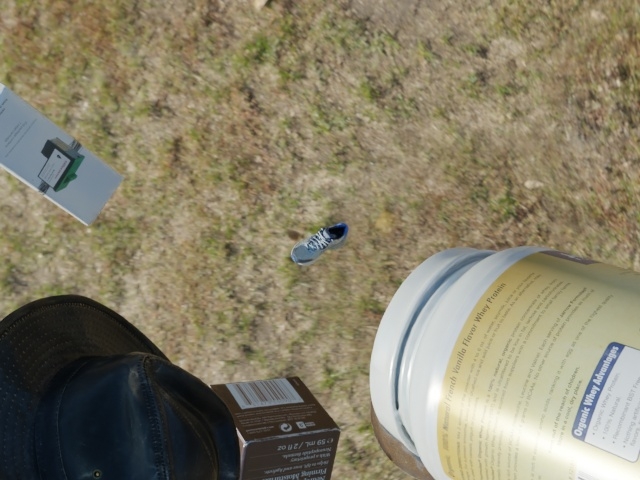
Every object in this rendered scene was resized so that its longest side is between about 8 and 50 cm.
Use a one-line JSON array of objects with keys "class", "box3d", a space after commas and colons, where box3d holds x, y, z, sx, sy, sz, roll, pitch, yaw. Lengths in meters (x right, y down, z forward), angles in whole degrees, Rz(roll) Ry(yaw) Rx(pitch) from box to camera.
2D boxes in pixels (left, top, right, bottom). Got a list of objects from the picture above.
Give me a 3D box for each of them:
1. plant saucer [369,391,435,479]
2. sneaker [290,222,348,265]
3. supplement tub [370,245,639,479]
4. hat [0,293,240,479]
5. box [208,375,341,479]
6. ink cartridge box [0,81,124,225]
[{"class": "plant saucer", "box3d": [0.185, 0.141, 1.022, 0.310, 0.050, 0.311, -24, 37, 19]}, {"class": "sneaker", "box3d": [0.000, 0.000, 1.666, 0.052, 0.135, 0.058, 51, 148, 14]}, {"class": "supplement tub", "box3d": [0.215, 0.131, 0.681, 0.316, 0.228, 0.228, 19, 91, 46]}, {"class": "hat", "box3d": [-0.163, 0.190, 0.792, 0.134, 0.331, 0.331, -24, 73, 30]}, {"class": "box", "box3d": [-0.090, 0.350, 1.388, 0.167, 0.168, 0.203, 41, 127, 54]}, {"class": "ink cartridge box", "box3d": [-0.406, -0.132, 1.213, 0.092, 0.219, 0.160, -54, 42, -5]}]
